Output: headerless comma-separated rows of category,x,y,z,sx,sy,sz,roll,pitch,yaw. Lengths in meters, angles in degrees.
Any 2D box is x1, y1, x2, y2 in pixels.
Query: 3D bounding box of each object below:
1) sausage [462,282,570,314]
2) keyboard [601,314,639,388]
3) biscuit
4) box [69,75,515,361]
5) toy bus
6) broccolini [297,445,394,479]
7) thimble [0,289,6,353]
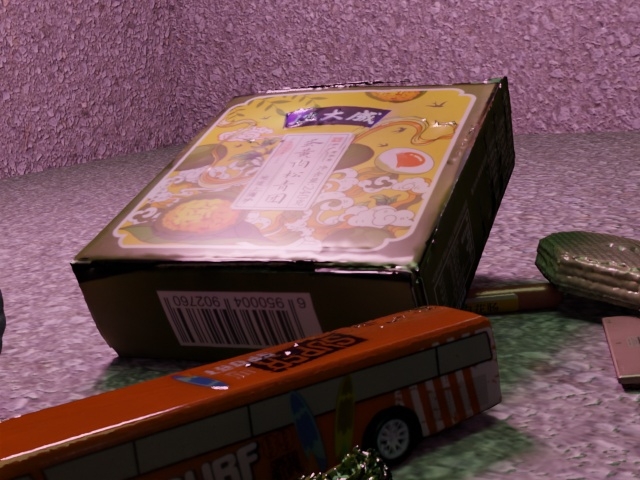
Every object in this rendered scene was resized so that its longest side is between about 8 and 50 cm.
sausage,0.164,0.068,0.977,0.223,0.029,0.029,-5,12,3
keyboard,0.293,0.099,0.806,0.055,0.017,0.166,-7,11,14
biscuit,0.341,0.032,0.936,0.150,0.052,0.252,-9,17,-42
box,-0.005,-0.035,0.991,0.373,0.138,0.420,0,33,25
toy bus,-0.048,0.132,0.621,0.409,0.092,0.093,-12,11,-32
broccolini,-0.057,0.185,0.519,0.239,0.051,0.054,-17,-28,-25
thimble,-0.407,0.083,0.747,0.172,0.204,0.250,-2,17,21
